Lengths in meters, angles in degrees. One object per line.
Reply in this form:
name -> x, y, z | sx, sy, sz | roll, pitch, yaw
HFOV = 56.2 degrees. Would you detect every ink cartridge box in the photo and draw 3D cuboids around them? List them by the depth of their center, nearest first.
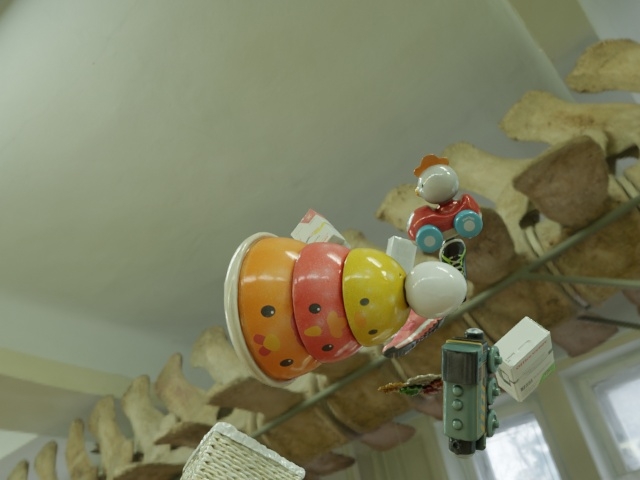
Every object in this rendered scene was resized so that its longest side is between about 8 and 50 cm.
ink cartridge box -> 0.000, 0.000, 1.971 | 0.067, 0.198, 0.115 | 26, -74, -46
ink cartridge box -> 0.745, 0.439, 2.205 | 0.198, 0.115, 0.273 | -39, -45, -11

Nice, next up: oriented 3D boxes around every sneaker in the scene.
sneaker -> 0.418, 0.097, 1.813 | 0.084, 0.097, 0.235 | -18, -55, -8
sneaker -> 0.357, 0.359, 2.445 | 0.313, 0.136, 0.116 | -33, -26, -18

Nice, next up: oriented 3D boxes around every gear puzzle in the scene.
gear puzzle -> 0.347, 0.482, 1.968 | 0.338, 0.044, 0.175 | 4, -29, -25

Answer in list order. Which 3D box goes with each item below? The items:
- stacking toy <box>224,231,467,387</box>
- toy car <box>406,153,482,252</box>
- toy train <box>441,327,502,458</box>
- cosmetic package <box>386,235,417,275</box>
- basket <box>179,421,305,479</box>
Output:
stacking toy -> 0.069, 0.117, 1.278 | 0.479, 0.351, 0.350 | -12, -33, 25
toy car -> 0.316, -0.120, 1.669 | 0.210, 0.219, 0.238 | -21, -80, 10
toy train -> 0.390, 0.405, 1.591 | 0.142, 0.334, 0.190 | 3, 4, 34
cosmetic package -> 0.280, 0.112, 2.184 | 0.098, 0.239, 0.060 | 18, -18, -13
basket -> -0.283, 0.802, 1.850 | 0.331, 0.266, 0.328 | 32, -53, -4
